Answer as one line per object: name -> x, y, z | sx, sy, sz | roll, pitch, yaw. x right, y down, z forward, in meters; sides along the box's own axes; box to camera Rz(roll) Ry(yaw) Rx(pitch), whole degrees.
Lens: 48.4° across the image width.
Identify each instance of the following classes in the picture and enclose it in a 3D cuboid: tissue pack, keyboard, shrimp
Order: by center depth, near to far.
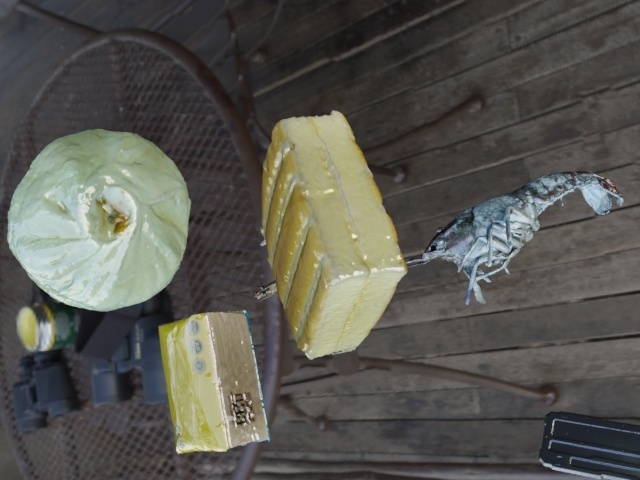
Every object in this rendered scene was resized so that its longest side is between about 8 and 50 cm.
tissue pack -> -0.139, 0.178, 0.894 | 0.120, 0.082, 0.169 | -19, 79, 46
shrimp -> -0.043, 0.062, 1.043 | 0.114, 0.083, 0.023 | -28, 75, -5
keyboard -> 0.502, 0.354, 1.190 | 0.262, 0.016, 0.106 | 2, 61, 31
shrimp -> 0.356, -0.020, 1.322 | 0.410, 0.221, 0.166 | -35, 85, -7

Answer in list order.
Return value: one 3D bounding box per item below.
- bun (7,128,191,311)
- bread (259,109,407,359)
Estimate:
bun -> -0.223, -0.026, 0.747 | 0.118, 0.195, 0.195 | -24, 71, 62
bread -> 0.000, 0.000, 0.896 | 0.246, 0.111, 0.239 | 108, 148, -56
